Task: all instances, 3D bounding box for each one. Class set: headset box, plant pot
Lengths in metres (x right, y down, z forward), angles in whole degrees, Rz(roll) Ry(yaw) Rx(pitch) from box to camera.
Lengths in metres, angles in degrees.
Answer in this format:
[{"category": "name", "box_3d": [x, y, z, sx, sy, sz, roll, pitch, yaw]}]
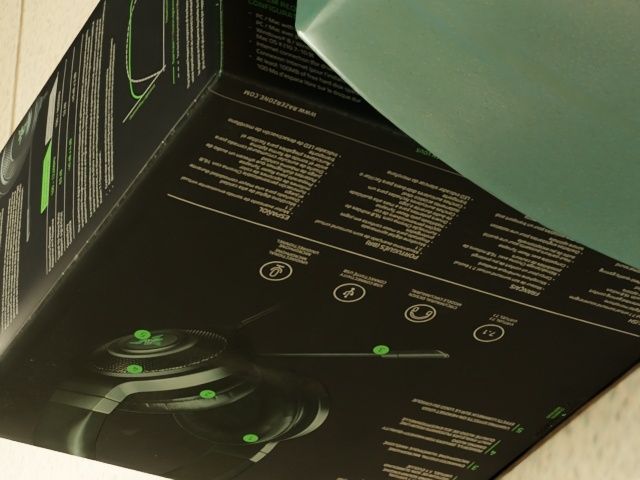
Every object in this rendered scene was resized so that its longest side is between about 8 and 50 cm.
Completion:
[{"category": "headset box", "box_3d": [0.000, 0.000, 0.822, 0.283, 0.246, 0.131, -49, 34, 44]}, {"category": "plant pot", "box_3d": [0.119, -0.096, 0.646, 0.166, 0.234, 0.165, -37, 42, 54]}]
